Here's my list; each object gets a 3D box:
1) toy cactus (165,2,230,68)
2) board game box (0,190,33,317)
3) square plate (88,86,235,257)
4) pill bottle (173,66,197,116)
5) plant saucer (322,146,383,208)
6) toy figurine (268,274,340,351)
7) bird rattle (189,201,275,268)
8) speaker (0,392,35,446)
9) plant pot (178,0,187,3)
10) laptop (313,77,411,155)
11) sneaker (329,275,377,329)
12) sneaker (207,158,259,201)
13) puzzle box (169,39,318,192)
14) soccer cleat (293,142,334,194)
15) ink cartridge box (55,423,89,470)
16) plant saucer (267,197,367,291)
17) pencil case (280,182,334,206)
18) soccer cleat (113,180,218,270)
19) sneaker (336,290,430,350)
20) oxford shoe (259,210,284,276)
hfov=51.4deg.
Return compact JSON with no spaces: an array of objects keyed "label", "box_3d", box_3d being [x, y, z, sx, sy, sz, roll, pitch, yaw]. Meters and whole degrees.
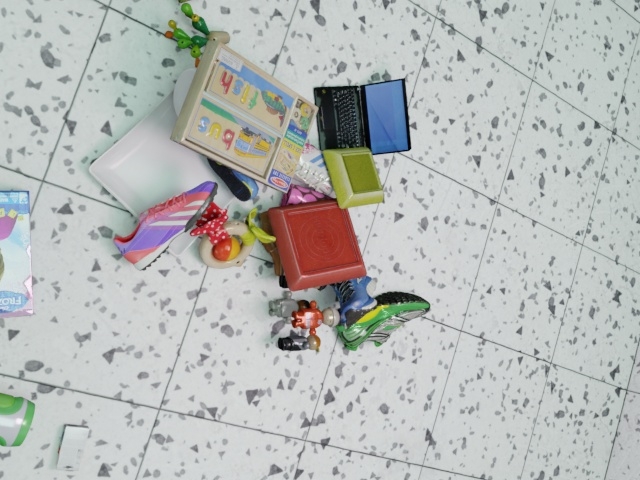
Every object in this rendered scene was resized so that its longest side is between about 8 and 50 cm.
[{"label":"toy cactus","box_3d":[-0.335,-0.554,1.875,0.180,0.112,0.219,-28,104,-44]},{"label":"board game box","box_3d":[-0.871,0.037,1.607,0.319,0.066,0.318,-3,94,-29]},{"label":"square plate","box_3d":[-0.407,-0.190,1.865,0.347,0.049,0.344,-49,113,-18]},{"label":"pill bottle","box_3d":[-0.249,-0.390,1.852,0.283,0.161,0.161,-8,97,-47]},{"label":"plant saucer","box_3d":[0.113,-0.200,2.023,0.188,0.045,0.188,-11,82,-41]},{"label":"toy figurine","box_3d":[-0.049,0.214,1.982,0.148,0.213,0.209,-1,137,-25]},{"label":"bird rattle","box_3d":[-0.262,0.001,1.890,0.253,0.143,0.207,-3,129,-44]},{"label":"speaker","box_3d":[-0.856,0.409,1.598,0.296,0.131,0.131,24,81,-27]},{"label":"plant pot","box_3d":[-0.370,-0.702,1.853,0.079,0.083,0.083,-31,107,-11]},{"label":"laptop","box_3d":[0.134,-0.383,2.106,0.264,0.136,0.234,-9,96,-28]},{"label":"sneaker","box_3d":[0.083,0.157,2.035,0.130,0.330,0.147,-42,100,13]},{"label":"sneaker","box_3d":[-0.250,-0.209,1.896,0.209,0.069,0.082,54,34,-11]},{"label":"puzzle box","box_3d":[-0.189,-0.316,1.779,0.409,0.052,0.272,22,88,-49]},{"label":"soccer cleat","box_3d":[-0.024,-0.214,2.013,0.331,0.116,0.143,8,51,-30]},{"label":"ink cartridge box","box_3d":[-0.661,0.550,1.769,0.063,0.029,0.115,15,86,-29]},{"label":"plant saucer","box_3d":[0.000,0.000,1.946,0.259,0.048,0.258,-10,76,-25]},{"label":"pencil case","box_3d":[-0.024,-0.102,2.060,0.209,0.098,0.095,22,57,-25]},{"label":"soccer cleat","box_3d":[-0.407,-0.059,1.763,0.318,0.108,0.116,-43,108,7]},{"label":"sneaker","box_3d":[0.208,0.262,2.196,0.343,0.134,0.146,-14,106,-19]},{"label":"oxford shoe","box_3d":[-0.146,0.011,2.020,0.076,0.076,0.212,-7,99,2]}]
